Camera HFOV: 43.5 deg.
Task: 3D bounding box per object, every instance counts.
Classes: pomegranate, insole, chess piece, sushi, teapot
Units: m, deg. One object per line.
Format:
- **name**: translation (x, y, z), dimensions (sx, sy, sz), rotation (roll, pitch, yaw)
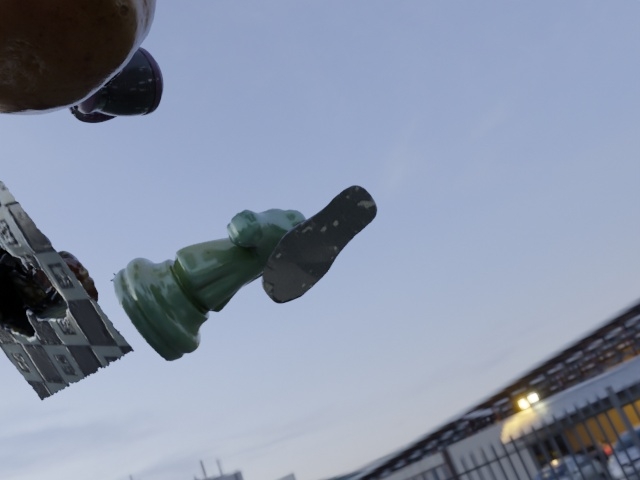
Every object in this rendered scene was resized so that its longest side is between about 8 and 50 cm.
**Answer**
- **pomegranate**: translation (-0.254, -0.210, 0.715), dimensions (0.216, 0.215, 0.215), rotation (-20, -21, -8)
- **insole**: translation (0.000, 0.000, 1.143), dimensions (0.248, 0.081, 0.011), rotation (-43, 6, -35)
- **chess piece**: translation (-0.151, 0.041, 1.230), dimensions (0.298, 0.175, 0.176), rotation (-33, -21, 0)
- **sushi**: translation (-0.372, 0.030, 1.005), dimensions (0.069, 0.320, 0.339), rotation (-42, 8, -40)
- **teapot**: translation (-0.355, -0.258, 1.339), dimensions (0.148, 0.116, 0.146), rotation (1, 15, 44)
